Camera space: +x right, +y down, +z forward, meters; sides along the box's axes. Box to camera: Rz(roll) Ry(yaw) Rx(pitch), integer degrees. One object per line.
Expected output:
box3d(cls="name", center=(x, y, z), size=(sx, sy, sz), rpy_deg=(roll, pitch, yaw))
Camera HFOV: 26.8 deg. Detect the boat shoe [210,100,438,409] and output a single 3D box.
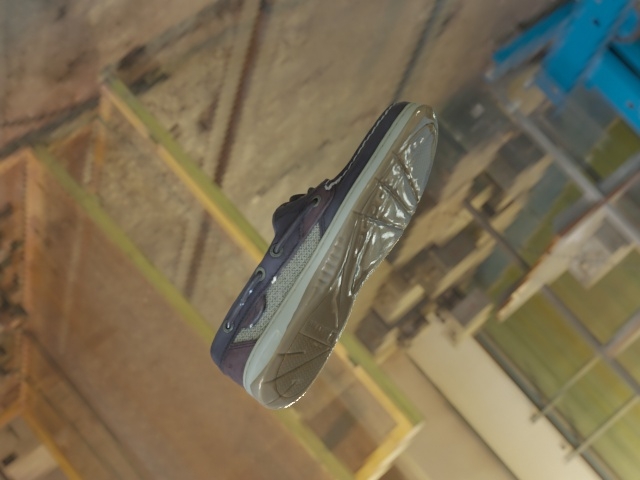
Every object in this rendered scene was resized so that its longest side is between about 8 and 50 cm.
box3d(cls="boat shoe", center=(0.000, 0.000, 1.128), size=(0.285, 0.092, 0.103), rpy_deg=(-61, 151, -4))
